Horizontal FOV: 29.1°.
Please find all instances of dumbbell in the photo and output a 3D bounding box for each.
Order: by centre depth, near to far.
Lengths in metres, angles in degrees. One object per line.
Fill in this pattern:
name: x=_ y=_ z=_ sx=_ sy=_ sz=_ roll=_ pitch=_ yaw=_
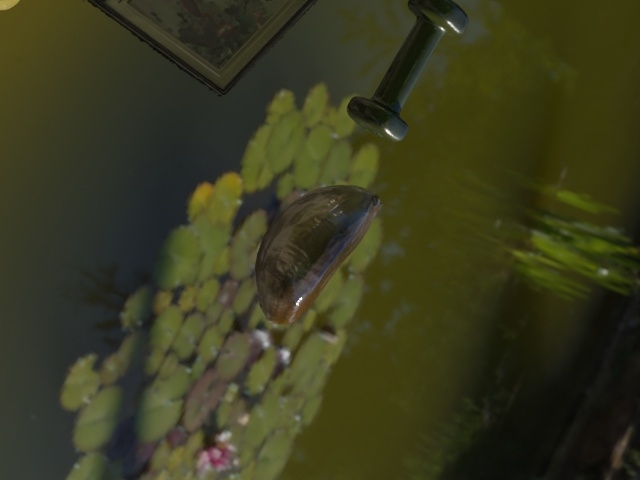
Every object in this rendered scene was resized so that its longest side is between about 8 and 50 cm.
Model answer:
dumbbell: x=0.067 y=-0.135 z=0.952 sx=0.052 sy=0.046 sz=0.118 roll=31 pitch=89 yaw=-47

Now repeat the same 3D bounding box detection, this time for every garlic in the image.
garlic: x=-0.006 y=-0.001 z=1.403 sx=0.195 sy=0.087 sz=0.101 roll=-52 pitch=156 yaw=-19

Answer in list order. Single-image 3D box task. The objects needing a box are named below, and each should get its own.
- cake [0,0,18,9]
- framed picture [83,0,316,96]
cake: x=-0.318 y=-0.287 z=0.827 sx=0.222 sy=0.227 sz=0.286 roll=-33 pitch=134 yaw=5
framed picture: x=-0.124 y=-0.273 z=1.371 sx=0.199 sy=0.195 sz=0.010 roll=-50 pitch=172 yaw=-25
